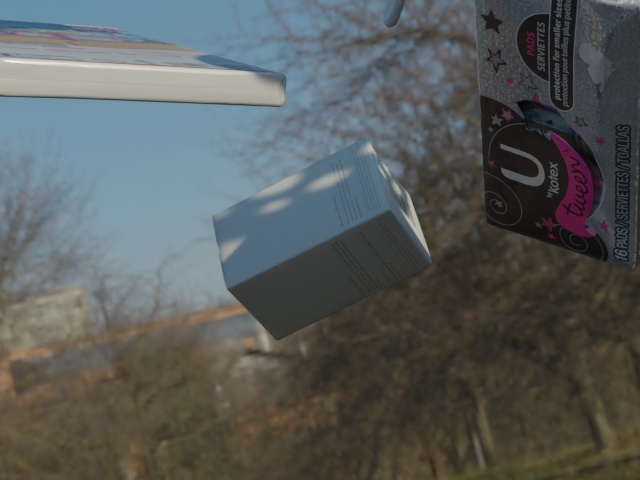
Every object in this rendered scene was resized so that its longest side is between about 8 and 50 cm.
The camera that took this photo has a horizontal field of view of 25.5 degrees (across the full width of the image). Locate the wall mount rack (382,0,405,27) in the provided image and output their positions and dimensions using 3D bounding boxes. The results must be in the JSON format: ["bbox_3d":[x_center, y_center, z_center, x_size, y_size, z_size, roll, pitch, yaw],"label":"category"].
[{"bbox_3d":[0.150,-0.355,1.413,0.130,0.304,0.350,-33,36,-26],"label":"wall mount rack"}]

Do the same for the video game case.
[{"bbox_3d":[-0.180,-0.128,0.983,0.204,0.025,0.285,-1,14,-31],"label":"video game case"}]

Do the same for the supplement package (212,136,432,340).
[{"bbox_3d":[0.000,0.000,1.389,0.179,0.105,0.105,-26,-42,12],"label":"supplement package"}]

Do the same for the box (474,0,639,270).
[{"bbox_3d":[0.217,-0.130,1.104,0.142,0.247,0.163,19,48,30],"label":"box"}]
